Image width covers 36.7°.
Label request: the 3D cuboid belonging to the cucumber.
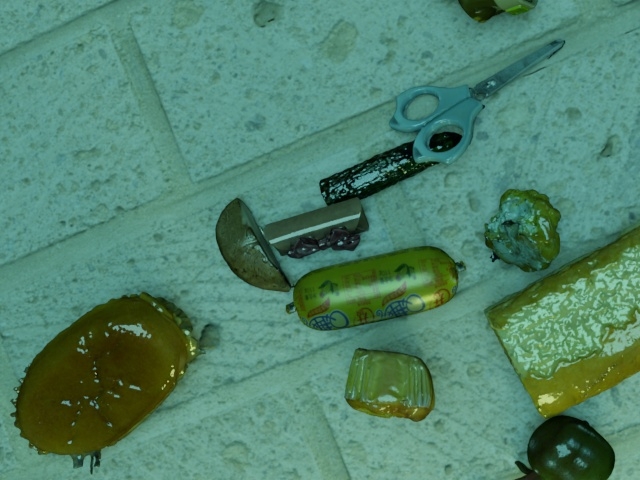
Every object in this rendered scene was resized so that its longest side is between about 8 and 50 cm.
[{"bbox_3d":[0.140,-0.141,1.818,0.293,0.067,0.068,-23,86,8],"label":"cucumber"}]

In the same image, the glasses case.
[{"bbox_3d":[0.000,0.000,1.828,0.193,0.102,0.070,-16,43,9],"label":"glasses case"}]

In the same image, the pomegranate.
[{"bbox_3d":[0.434,0.408,1.748,0.152,0.131,0.191,35,118,2],"label":"pomegranate"}]

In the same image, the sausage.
[{"bbox_3d":[0.100,0.090,1.794,0.347,0.123,0.123,-14,88,8],"label":"sausage"}]

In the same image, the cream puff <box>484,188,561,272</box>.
[{"bbox_3d":[0.380,-0.024,1.749,0.121,0.156,0.156,31,96,-23],"label":"cream puff"}]

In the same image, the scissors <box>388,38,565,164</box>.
[{"bbox_3d":[0.302,-0.275,1.792,0.360,0.029,0.191,-31,56,-2],"label":"scissors"}]

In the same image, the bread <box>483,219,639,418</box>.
[{"bbox_3d":[0.504,0.137,1.709,0.375,0.165,0.237,-31,88,6],"label":"bread"}]

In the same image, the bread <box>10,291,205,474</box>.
[{"bbox_3d":[-0.418,0.261,1.850,0.236,0.183,0.388,44,96,4],"label":"bread"}]

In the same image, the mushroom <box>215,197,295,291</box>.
[{"bbox_3d":[-0.139,0.022,1.860,0.094,0.072,0.210,-30,86,17],"label":"mushroom"}]

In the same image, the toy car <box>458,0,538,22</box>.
[{"bbox_3d":[0.278,-0.517,1.754,0.198,0.204,0.248,-12,86,32],"label":"toy car"}]

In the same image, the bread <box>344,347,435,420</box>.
[{"bbox_3d":[0.128,0.258,1.714,0.152,0.288,0.119,5,81,8],"label":"bread"}]
